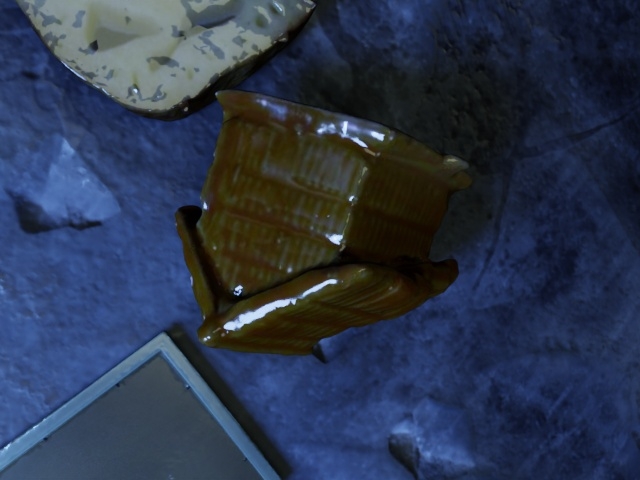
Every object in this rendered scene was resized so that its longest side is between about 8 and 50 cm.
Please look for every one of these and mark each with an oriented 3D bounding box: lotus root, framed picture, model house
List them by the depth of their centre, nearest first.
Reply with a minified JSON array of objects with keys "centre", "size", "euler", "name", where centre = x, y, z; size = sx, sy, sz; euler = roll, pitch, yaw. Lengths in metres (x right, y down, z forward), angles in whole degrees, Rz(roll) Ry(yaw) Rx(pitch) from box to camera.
[{"centre":[-0.151,-0.199,0.485],"size":[0.260,0.074,0.170],"euler":[21,88,-17],"name":"lotus root"},{"centre":[0.001,-0.002,0.494],"size":[0.199,0.219,0.229],"euler":[18,94,-56],"name":"model house"},{"centre":[-0.203,0.251,0.520],"size":[0.274,0.017,0.217],"euler":[-35,100,-11],"name":"framed picture"}]
